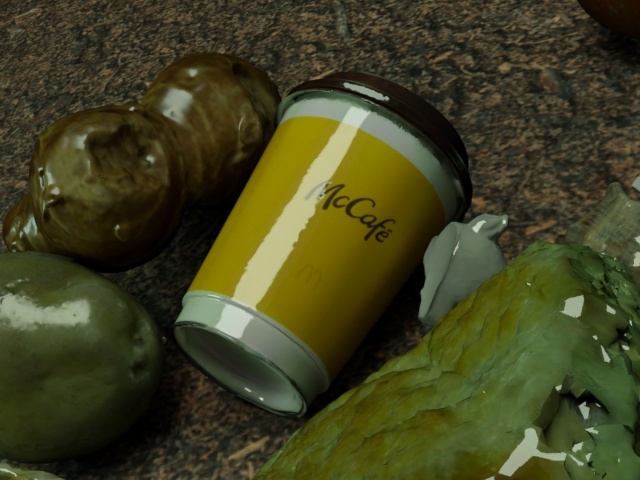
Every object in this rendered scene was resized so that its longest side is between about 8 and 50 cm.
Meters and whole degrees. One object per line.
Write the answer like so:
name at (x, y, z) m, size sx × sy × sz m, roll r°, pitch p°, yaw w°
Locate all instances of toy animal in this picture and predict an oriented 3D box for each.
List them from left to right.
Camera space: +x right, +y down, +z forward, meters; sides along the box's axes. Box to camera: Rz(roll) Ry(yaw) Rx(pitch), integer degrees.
toy animal at (0.171, 0.053, 0.777) m, size 0.127 × 0.182 × 0.131 m, roll -59°, pitch 12°, yaw 28°

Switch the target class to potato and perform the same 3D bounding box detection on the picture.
potato at (-0.246, 0.101, 0.901) m, size 0.235 × 0.177 × 0.160 m, roll -7°, pitch 29°, yaw 22°

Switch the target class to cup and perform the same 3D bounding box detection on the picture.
cup at (0.000, 0.000, 0.883) m, size 0.196 × 0.196 × 0.279 m, roll 10°, pitch 56°, yaw 39°

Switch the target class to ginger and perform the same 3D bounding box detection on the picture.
ginger at (-0.158, -0.065, 1.026) m, size 0.357 × 0.152 × 0.274 m, roll -33°, pitch -5°, yaw -41°

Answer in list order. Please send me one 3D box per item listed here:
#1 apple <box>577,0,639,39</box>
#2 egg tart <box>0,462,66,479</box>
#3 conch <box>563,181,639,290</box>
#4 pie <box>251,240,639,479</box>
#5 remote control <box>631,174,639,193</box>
apple at (0.352, -0.291, 1.038) m, size 0.181 × 0.181 × 0.168 m, roll -39°, pitch 37°, yaw -18°
egg tart at (-0.336, 0.293, 0.735) m, size 0.388 × 0.169 × 0.387 m, roll -16°, pitch 32°, yaw 10°
conch at (0.215, 0.070, 0.672) m, size 0.178 × 0.163 × 0.245 m, roll 46°, pitch 111°, yaw 19°
pie at (0.029, 0.200, 0.551) m, size 0.395 × 0.180 × 0.418 m, roll -41°, pitch 15°, yaw 49°
remote control at (0.323, 0.023, 0.724) m, size 0.034 × 0.103 × 0.250 m, roll -52°, pitch 36°, yaw 10°
